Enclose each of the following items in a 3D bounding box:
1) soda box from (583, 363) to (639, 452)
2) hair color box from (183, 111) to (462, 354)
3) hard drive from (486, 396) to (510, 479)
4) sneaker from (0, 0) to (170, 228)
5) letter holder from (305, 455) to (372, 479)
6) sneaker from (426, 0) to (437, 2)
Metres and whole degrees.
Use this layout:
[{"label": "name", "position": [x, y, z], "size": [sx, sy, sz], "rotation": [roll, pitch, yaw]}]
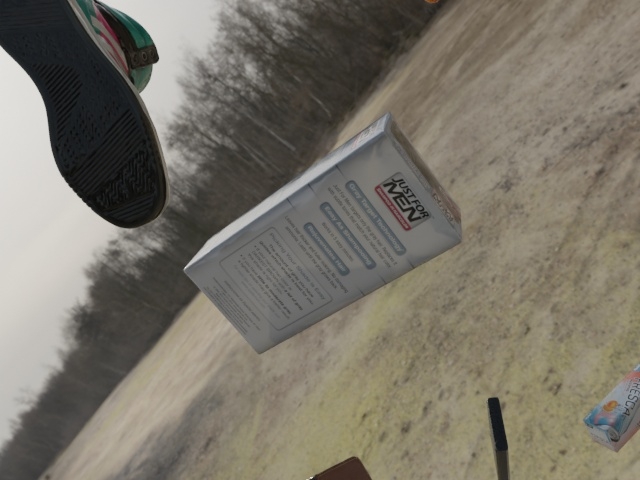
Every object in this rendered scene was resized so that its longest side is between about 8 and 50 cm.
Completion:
[{"label": "soda box", "position": [0.608, 0.327, 1.113], "size": [0.183, 0.062, 0.058], "rotation": [-36, 18, -17]}, {"label": "hair color box", "position": [0.000, 0.000, 0.842], "size": [0.375, 0.185, 0.113], "rotation": [-32, 16, 24]}, {"label": "hard drive", "position": [0.304, 0.344, 0.963], "size": [0.022, 0.135, 0.094], "rotation": [-9, 43, 13]}, {"label": "sneaker", "position": [-0.232, -0.155, 0.618], "size": [0.124, 0.295, 0.178], "rotation": [-26, 3, 11]}, {"label": "letter holder", "position": [0.063, 0.703, 1.345], "size": [0.152, 0.301, 0.214], "rotation": [-41, -24, 26]}, {"label": "sneaker", "position": [0.130, -0.432, 0.901], "size": [0.064, 0.175, 0.067], "rotation": [-10, -32, -48]}]
